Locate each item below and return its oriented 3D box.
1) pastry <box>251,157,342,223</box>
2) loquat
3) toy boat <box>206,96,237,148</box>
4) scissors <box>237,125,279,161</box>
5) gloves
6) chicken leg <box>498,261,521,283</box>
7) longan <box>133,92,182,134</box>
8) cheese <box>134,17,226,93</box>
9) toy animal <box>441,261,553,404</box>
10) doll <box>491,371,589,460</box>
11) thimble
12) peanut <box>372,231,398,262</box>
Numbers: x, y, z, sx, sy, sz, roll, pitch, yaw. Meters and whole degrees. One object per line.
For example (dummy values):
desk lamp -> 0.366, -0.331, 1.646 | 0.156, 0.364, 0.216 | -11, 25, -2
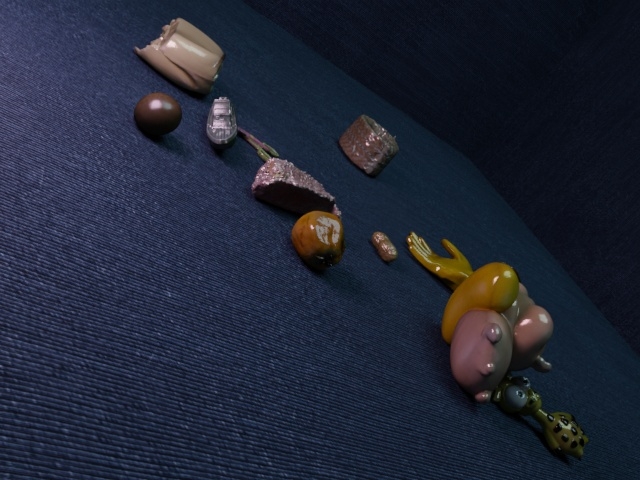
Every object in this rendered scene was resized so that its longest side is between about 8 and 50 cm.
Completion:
pastry -> -0.058, -0.119, 1.762 | 0.265, 0.103, 0.112 | 32, 39, -41
loquat -> 0.000, 0.000, 1.613 | 0.137, 0.113, 0.137 | 43, 33, -38
toy boat -> -0.247, -0.295, 1.803 | 0.078, 0.085, 0.260 | -1, 31, -6
scissors -> -0.190, -0.278, 1.974 | 0.187, 0.020, 0.133 | 39, 17, -12
gloves -> 0.377, 0.072, 2.183 | 0.294, 0.116, 0.133 | 41, 12, 18
chicken leg -> 0.602, 0.150, 2.455 | 0.113, 0.093, 0.304 | 30, 23, 22
longan -> -0.357, -0.276, 1.566 | 0.113, 0.092, 0.113 | -5, 24, 2
cheese -> -0.376, -0.512, 1.975 | 0.233, 0.127, 0.266 | 32, 19, -17
toy animal -> 0.445, 0.208, 1.695 | 0.247, 0.277, 0.345 | 21, 25, -7
doll -> 0.527, 0.417, 1.740 | 0.291, 0.086, 0.117 | 40, 49, -1
thimble -> 0.177, -0.348, 2.612 | 0.196, 0.148, 0.229 | 38, 18, -6
peanut -> 0.177, 0.017, 1.986 | 0.054, 0.054, 0.113 | 24, 24, -39
